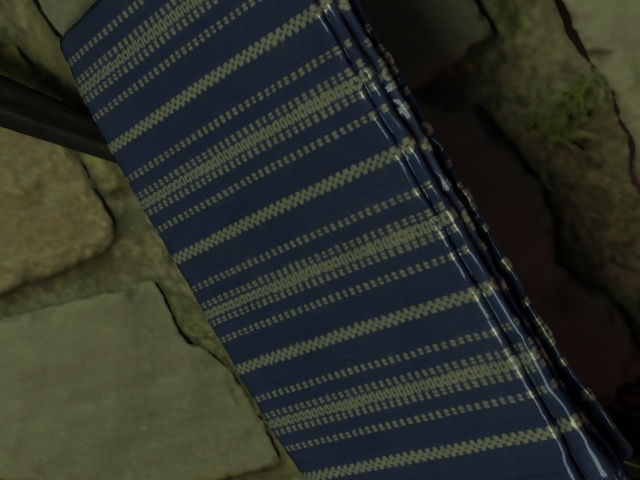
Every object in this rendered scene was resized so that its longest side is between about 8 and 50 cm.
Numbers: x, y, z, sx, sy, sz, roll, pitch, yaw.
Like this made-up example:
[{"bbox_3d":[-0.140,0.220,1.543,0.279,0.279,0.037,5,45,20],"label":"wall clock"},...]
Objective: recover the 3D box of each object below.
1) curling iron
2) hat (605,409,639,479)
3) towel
[{"bbox_3d":[-0.214,-0.094,0.828,0.274,0.035,0.068,26,164,-22],"label":"curling iron"},{"bbox_3d":[0.162,0.182,0.892,0.331,0.134,0.331,22,137,21],"label":"hat"},{"bbox_3d":[0.000,0.000,0.762,0.243,0.040,0.336,-25,96,55],"label":"towel"}]
